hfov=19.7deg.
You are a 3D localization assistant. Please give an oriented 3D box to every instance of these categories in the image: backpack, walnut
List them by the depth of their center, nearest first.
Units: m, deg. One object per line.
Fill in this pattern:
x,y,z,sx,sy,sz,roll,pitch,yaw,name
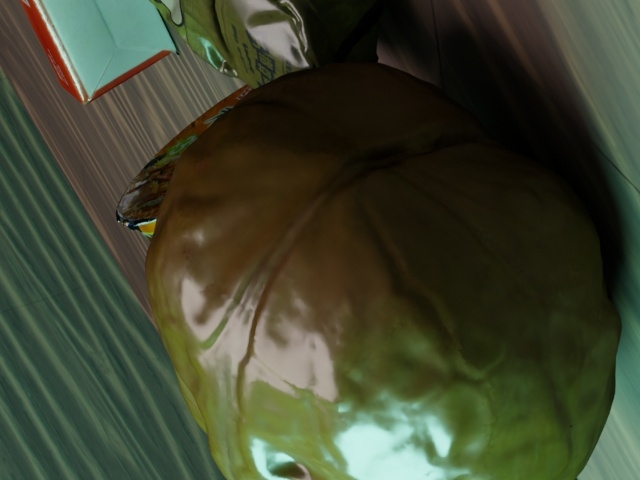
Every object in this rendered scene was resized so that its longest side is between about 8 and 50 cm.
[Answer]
0.041,0.062,1.354,0.354,0.308,0.398,45,163,36,walnut
-0.049,-0.215,1.457,0.253,0.140,0.207,45,162,23,backpack

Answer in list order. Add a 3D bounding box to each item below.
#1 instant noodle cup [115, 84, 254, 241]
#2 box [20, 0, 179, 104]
-0.047,-0.026,1.721,0.182,0.230,0.230,53,169,-20,instant noodle cup
-0.267,-0.267,2.124,0.099,0.133,0.182,40,159,57,box
